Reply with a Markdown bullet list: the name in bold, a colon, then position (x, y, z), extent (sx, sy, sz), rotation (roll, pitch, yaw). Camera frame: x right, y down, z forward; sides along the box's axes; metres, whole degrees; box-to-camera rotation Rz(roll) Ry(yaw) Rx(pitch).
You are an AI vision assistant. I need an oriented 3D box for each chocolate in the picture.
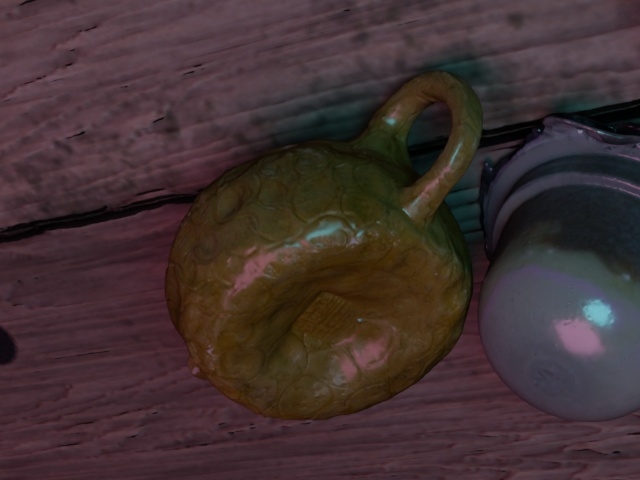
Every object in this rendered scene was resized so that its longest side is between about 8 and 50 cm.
- **chocolate**: position (0.176, 0.035, 1.093), extent (0.221, 0.147, 0.221), rotation (13, 127, 19)

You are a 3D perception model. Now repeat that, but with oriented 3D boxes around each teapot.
- **teapot**: position (0.000, 0.000, 1.153), extent (0.203, 0.167, 0.311), rotation (21, 123, -31)
